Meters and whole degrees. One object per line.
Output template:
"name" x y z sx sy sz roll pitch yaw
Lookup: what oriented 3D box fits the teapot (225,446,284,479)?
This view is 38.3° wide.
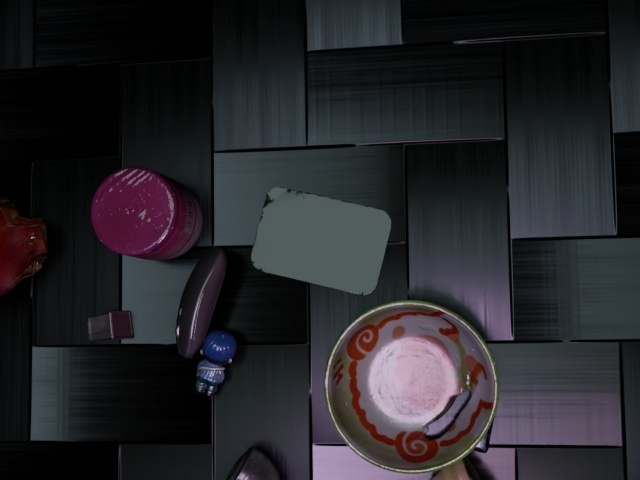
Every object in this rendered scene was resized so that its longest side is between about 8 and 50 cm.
"teapot" -0.134 0.489 1.795 0.108 0.111 0.149 34 86 -3

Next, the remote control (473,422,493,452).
"remote control" 0.311 0.361 1.775 0.039 0.014 0.096 12 86 11

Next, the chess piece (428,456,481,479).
"chess piece" 0.170 0.535 1.742 0.307 0.124 0.138 -28 110 10

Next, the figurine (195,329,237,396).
"figurine" -0.217 0.243 1.841 0.077 0.079 0.136 20 90 9

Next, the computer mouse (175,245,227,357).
"computer mouse" -0.246 0.119 1.843 0.057 0.120 0.232 18 90 -21

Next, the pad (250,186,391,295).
"pad" 0.000 0.000 1.863 0.267 0.004 0.181 14 88 11

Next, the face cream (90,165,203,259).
"face cream" -0.338 -0.048 1.828 0.175 0.195 0.175 -1 84 10

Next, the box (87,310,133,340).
"box" -0.432 0.176 1.883 0.063 0.085 0.060 -8 85 14

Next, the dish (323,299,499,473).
"dish" 0.172 0.269 1.756 0.324 0.124 0.324 0 91 6

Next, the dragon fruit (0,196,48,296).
"dragon fruit" -0.722 0.028 1.877 0.315 0.250 0.250 10 87 -6
